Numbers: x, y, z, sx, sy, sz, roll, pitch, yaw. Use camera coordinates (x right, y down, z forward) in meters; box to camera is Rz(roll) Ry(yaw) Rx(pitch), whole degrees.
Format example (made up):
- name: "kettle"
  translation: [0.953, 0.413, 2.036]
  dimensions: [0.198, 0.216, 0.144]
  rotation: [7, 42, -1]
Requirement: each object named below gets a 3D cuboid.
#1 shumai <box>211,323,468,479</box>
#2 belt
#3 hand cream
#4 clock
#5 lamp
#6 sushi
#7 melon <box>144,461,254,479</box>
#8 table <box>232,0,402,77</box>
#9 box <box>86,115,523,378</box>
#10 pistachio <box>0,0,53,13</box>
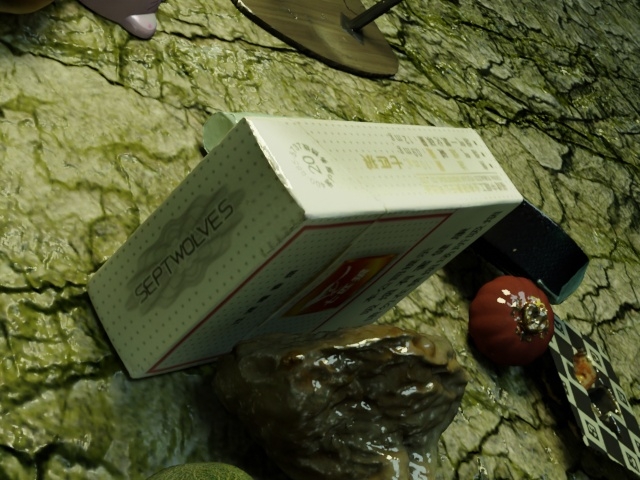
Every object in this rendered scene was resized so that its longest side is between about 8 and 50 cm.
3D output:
- name: "shumai"
  translation: [0.019, 0.155, 0.790]
  dimensions: [0.206, 0.166, 0.175]
  rotation: [9, 74, -31]
- name: "belt"
  translation: [0.219, -0.004, 1.202]
  dimensions: [0.198, 0.078, 0.151]
  rotation: [37, -3, 3]
- name: "hand cream"
  translation: [-0.043, -0.104, 1.071]
  dimensions: [0.205, 0.050, 0.078]
  rotation: [-3, 55, -58]
- name: "clock"
  translation: [-0.197, -0.283, 1.069]
  dimensions: [0.110, 0.050, 0.152]
  rotation: [35, 34, -22]
- name: "lamp"
  translation: [0.210, 0.089, 1.131]
  dimensions: [0.101, 0.090, 0.101]
  rotation: [2, 85, -26]
- name: "sushi"
  translation: [0.305, 0.185, 1.192]
  dimensions: [0.193, 0.040, 0.210]
  rotation: [32, 31, -38]
- name: "melon"
  translation: [-0.078, 0.203, 0.621]
  dimensions: [0.114, 0.114, 0.167]
  rotation: [38, 32, -17]
- name: "table"
  translation: [0.043, -0.418, 1.327]
  dimensions: [0.317, 0.249, 0.317]
  rotation: [32, 35, -26]
- name: "box"
  translation: [-0.001, 0.000, 0.848]
  dimensions: [0.330, 0.210, 0.095]
  rotation: [-4, 58, -54]
- name: "pistachio"
  translation: [-0.264, -0.331, 0.933]
  dimensions: [0.181, 0.162, 0.293]
  rotation: [37, 30, -41]
